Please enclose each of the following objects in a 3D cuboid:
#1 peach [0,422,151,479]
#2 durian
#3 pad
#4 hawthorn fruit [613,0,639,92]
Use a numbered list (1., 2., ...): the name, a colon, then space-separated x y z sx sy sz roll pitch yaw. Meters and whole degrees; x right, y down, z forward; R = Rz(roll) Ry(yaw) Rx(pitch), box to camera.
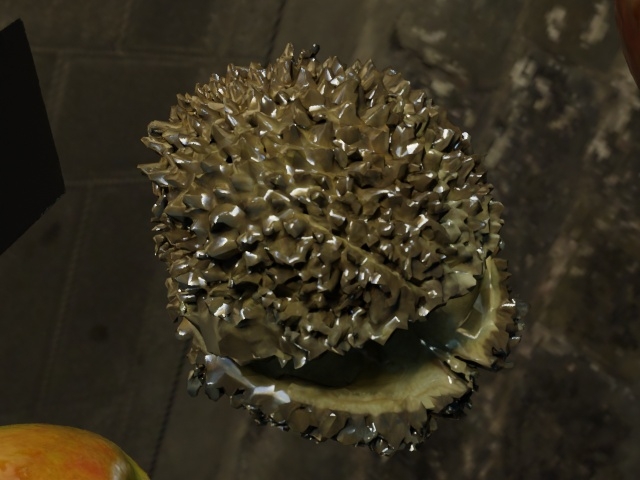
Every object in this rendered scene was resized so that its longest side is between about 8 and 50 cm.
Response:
1. peach: -0.333 0.296 1.191 0.380 0.306 0.242 -26 105 4
2. durian: 0.000 0.000 0.583 0.167 0.196 0.196 -20 131 -24
3. pad: -0.272 -0.061 1.005 0.243 0.004 0.164 -59 144 -58
4. hawthorn fruit: 0.288 -0.134 0.544 0.369 0.284 0.285 -46 148 -48
